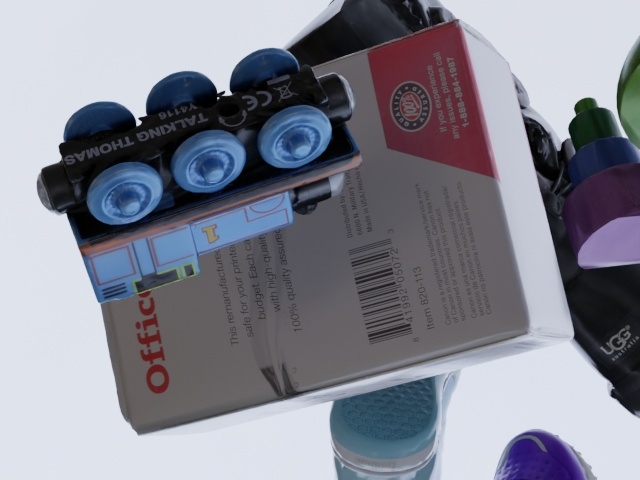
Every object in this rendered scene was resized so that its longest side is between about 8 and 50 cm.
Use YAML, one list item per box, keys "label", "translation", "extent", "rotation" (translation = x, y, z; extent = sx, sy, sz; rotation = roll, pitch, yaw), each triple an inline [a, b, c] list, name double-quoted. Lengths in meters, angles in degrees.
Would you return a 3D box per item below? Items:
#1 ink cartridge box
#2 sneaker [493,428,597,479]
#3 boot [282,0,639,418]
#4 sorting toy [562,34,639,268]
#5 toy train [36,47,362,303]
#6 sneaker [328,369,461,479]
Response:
- label: "ink cartridge box"
  translation: [0.000, 0.000, 1.035]
  extent: [0.283, 0.117, 0.207]
  rotation: [-16, -102, 20]
- label: "sneaker"
  translation: [0.169, 0.269, 1.377]
  extent: [0.102, 0.146, 0.293]
  rotation: [-30, -145, 33]
- label: "boot"
  translation: [0.184, -0.083, 1.456]
  extent: [0.445, 0.146, 0.367]
  rotation: [42, -158, -3]
- label: "sorting toy"
  translation: [0.204, -0.138, 0.772]
  extent: [0.127, 0.365, 0.126]
  rotation: [2, -128, -20]
- label: "toy train"
  translation: [-0.065, -0.038, 0.879]
  extent: [0.184, 0.105, 0.080]
  rotation: [-19, -131, -9]
- label: "sneaker"
  translation: [0.071, 0.194, 1.525]
  extent: [0.127, 0.208, 0.319]
  rotation: [8, -153, 13]
